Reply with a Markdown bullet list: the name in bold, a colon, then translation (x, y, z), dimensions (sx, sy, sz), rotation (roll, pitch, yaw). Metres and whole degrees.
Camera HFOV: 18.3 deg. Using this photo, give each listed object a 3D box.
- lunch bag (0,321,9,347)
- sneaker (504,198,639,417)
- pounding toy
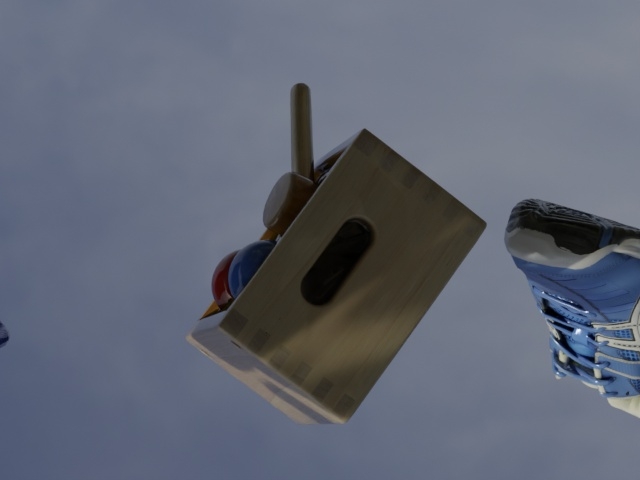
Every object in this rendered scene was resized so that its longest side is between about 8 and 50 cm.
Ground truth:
- **lunch bag**: translation (-0.360, 0.009, 0.670), dimensions (0.385, 0.328, 0.239), rotation (45, -173, 2)
- **sneaker**: translation (0.149, 0.037, 1.004), dimensions (0.080, 0.081, 0.211), rotation (21, 175, 35)
- **pounding toy**: translation (0.000, 0.000, 0.920), dimensions (0.100, 0.130, 0.141), rotation (37, -101, -6)
